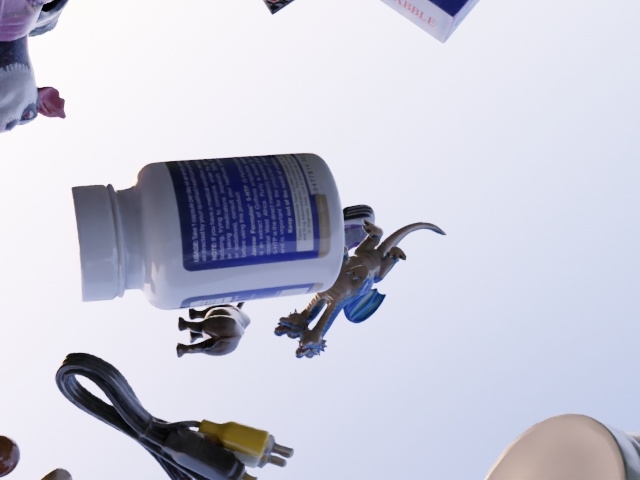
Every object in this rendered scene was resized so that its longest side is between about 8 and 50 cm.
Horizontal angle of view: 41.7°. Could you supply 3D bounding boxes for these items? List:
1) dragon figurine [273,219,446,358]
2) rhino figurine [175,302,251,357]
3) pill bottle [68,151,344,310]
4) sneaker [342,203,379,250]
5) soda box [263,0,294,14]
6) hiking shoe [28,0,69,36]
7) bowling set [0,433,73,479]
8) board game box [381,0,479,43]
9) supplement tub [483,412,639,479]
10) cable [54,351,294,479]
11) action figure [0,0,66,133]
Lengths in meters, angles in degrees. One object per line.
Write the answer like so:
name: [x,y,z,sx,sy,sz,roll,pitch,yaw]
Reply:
dragon figurine: [0.051,0.056,1.179,0.085,0.144,0.289,41,-135,17]
rhino figurine: [-0.175,0.144,1.452,0.106,0.073,0.243,-2,-172,3]
pill bottle: [-0.087,-0.006,0.625,0.187,0.112,0.112,-5,-152,-20]
sneaker: [0.000,0.000,1.581,0.224,0.098,0.083,-7,-155,19]
soda box: [-0.037,-0.407,1.290,0.053,0.060,0.169,-23,-161,36]
hiking shoe: [-0.370,-0.262,0.933,0.114,0.086,0.227,-28,-169,44]
bowling set: [-0.387,0.358,1.048,0.154,0.287,0.200,-41,-109,10]
board game box: [0.133,-0.473,1.150,0.319,0.066,0.318,36,-111,7]
supplement tub: [0.302,0.304,0.719,0.228,0.316,0.228,-51,-163,23]
cable: [-0.179,0.222,0.985,0.287,0.139,0.072,32,-143,-5]
action figure: [-0.265,-0.201,0.528,0.248,0.370,0.275,-32,-118,-18]
